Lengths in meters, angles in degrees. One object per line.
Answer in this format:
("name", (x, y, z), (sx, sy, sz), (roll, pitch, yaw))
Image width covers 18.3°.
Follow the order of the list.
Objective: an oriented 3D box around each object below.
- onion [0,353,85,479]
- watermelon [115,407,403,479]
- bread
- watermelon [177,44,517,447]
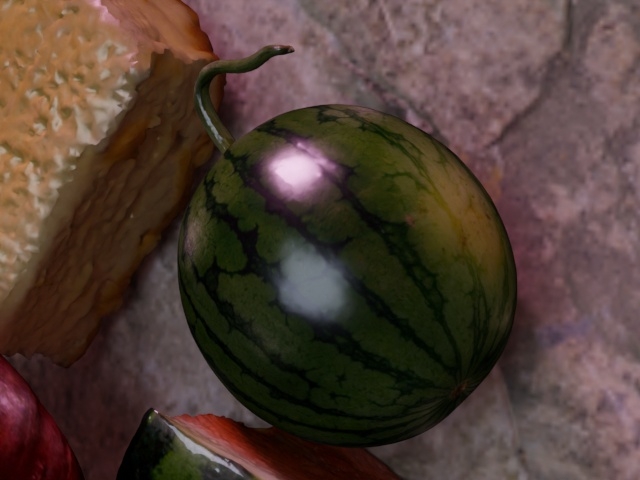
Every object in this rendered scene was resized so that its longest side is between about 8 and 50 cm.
("onion", (-0.213, 0.121, 0.892), (0.252, 0.219, 0.252), (6, 130, 7))
("watermelon", (-0.022, 0.141, 0.863), (0.193, 0.145, 0.137), (-19, 76, 25))
("bread", (-0.185, -0.090, 0.966), (0.274, 0.114, 0.185), (39, 109, 23))
("watermelon", (0.000, 0.000, 0.858), (0.141, 0.140, 0.187), (-48, 63, 18))
